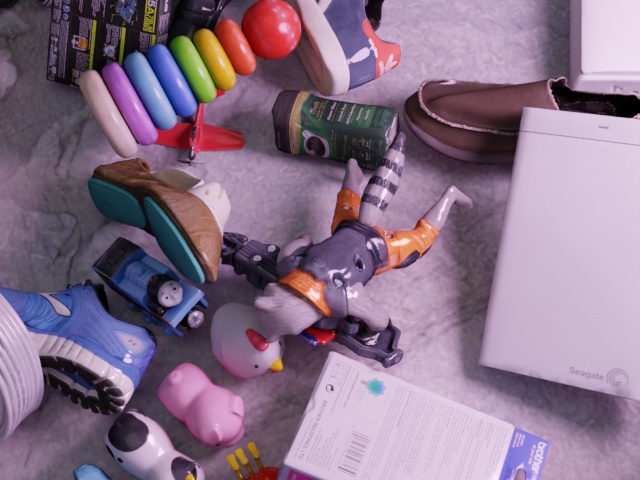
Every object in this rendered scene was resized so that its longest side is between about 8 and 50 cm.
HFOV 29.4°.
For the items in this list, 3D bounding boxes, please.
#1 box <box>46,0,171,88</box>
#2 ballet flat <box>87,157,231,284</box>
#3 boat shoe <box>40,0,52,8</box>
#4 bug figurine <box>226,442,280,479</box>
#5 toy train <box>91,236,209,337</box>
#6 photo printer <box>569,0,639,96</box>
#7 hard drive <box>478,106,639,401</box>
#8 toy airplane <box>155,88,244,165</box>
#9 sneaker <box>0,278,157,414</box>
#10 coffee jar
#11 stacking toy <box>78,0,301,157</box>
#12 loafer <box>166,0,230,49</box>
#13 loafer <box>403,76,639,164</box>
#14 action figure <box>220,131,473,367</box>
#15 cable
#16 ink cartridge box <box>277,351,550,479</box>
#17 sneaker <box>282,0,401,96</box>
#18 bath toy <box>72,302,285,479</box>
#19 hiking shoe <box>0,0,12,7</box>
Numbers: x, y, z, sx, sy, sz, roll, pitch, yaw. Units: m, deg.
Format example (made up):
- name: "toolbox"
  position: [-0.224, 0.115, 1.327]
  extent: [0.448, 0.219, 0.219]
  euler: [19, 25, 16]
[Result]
- name: "box"
  position: [-0.324, -0.317, 1.860]
  extent: [0.184, 0.045, 0.190]
  euler: [14, 113, 12]
- name: "ballet flat"
  position: [-0.204, -0.045, 1.707]
  extent: [0.124, 0.116, 0.342]
  euler: [-30, 32, -23]
- name: "boat shoe"
  position: [-0.407, -0.482, 1.971]
  extent: [0.070, 0.078, 0.219]
  euler: [32, 70, -27]
- name: "bug figurine"
  position: [-0.002, 0.376, 1.568]
  extent: [0.216, 0.072, 0.279]
  euler: [-25, 61, -11]
- name: "toy train"
  position: [-0.233, 0.066, 1.690]
  extent: [0.080, 0.105, 0.184]
  euler: [-50, 43, -13]
- name: "photo printer"
  position: [0.499, -0.353, 1.803]
  extent: [0.256, 0.107, 0.307]
  euler: [3, 67, 8]
- name: "hard drive"
  position: [0.347, 0.013, 1.593]
  extent: [0.233, 0.047, 0.353]
  euler: [11, 92, 29]
- name: "toy airplane"
  position: [-0.183, -0.181, 1.854]
  extent: [0.151, 0.028, 0.151]
  euler: [-3, 66, 7]
- name: "sneaker"
  position: [-0.370, 0.125, 1.708]
  extent: [0.330, 0.130, 0.147]
  euler: [21, 47, 22]
- name: "coffee jar"
  position: [0.020, -0.162, 1.784]
  extent: [0.184, 0.096, 0.079]
  euler: [12, 55, 11]
- name: "stacking toy"
  position: [-0.180, -0.254, 1.790]
  extent: [0.330, 0.141, 0.141]
  euler: [-28, 66, -4]
- name: "loafer"
  position: [-0.193, -0.362, 1.906]
  extent: [0.076, 0.078, 0.223]
  euler: [25, 72, 17]
- name: "loafer"
  position: [0.302, -0.187, 1.728]
  extent: [0.366, 0.130, 0.134]
  euler: [8, 45, 5]
- name: "action figure"
  position: [0.000, 0.000, 1.652]
  extent: [0.341, 0.178, 0.330]
  euler: [25, 53, 19]
- name: "cable"
  position: [-0.484, 0.151, 1.636]
  extent: [0.257, 0.257, 0.089]
  euler: [2, 29, 38]
- name: "ink cartridge box"
  position: [0.121, 0.281, 1.557]
  extent: [0.311, 0.065, 0.186]
  euler: [20, 51, 7]
- name: "sneaker"
  position: [0.013, -0.377, 1.874]
  extent: [0.148, 0.131, 0.350]
  euler: [-18, 67, -14]
- name: "bath toy"
  position: [-0.167, 0.235, 1.620]
  extent: [0.151, 0.129, 0.348]
  euler: [44, 76, -14]
- name: "hiking shoe"
  position: [-0.519, -0.496, 2.007]
  extent: [0.132, 0.113, 0.304]
  euler: [20, 71, 43]
